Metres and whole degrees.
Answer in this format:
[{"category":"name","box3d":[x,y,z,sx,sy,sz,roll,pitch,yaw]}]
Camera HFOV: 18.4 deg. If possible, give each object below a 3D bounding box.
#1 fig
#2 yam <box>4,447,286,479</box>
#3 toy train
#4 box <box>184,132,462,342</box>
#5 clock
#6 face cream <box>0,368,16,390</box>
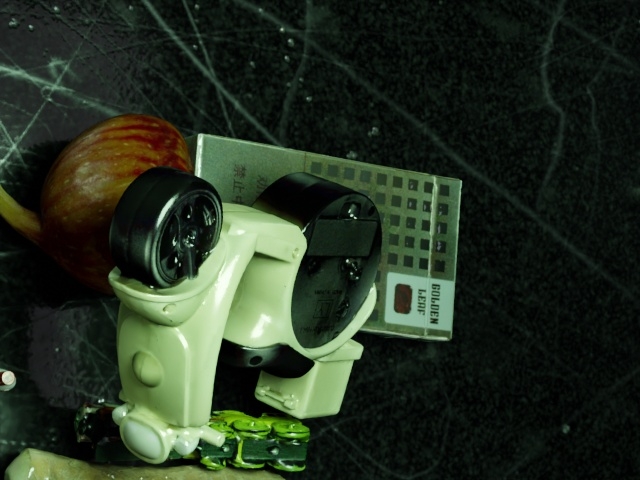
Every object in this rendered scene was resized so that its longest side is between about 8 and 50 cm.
[{"category":"fig","box3d":[-0.213,-0.022,1.891,0.207,0.175,0.175,-15,92,-9]},{"category":"yam","box3d":[-0.167,0.245,1.930,0.300,0.066,0.066,8,80,-30]},{"category":"toy train","box3d":[-0.127,0.192,1.949,0.250,0.085,0.053,8,98,-30]},{"category":"box","box3d":[0.000,0.001,2.069,0.325,0.047,0.180,9,80,-31]},{"category":"clock","box3d":[-0.076,0.066,1.847,0.379,0.120,0.276,-3,111,-54]},{"category":"face cream","box3d":[-0.306,0.129,1.845,0.040,0.083,0.021,12,78,-29]}]
